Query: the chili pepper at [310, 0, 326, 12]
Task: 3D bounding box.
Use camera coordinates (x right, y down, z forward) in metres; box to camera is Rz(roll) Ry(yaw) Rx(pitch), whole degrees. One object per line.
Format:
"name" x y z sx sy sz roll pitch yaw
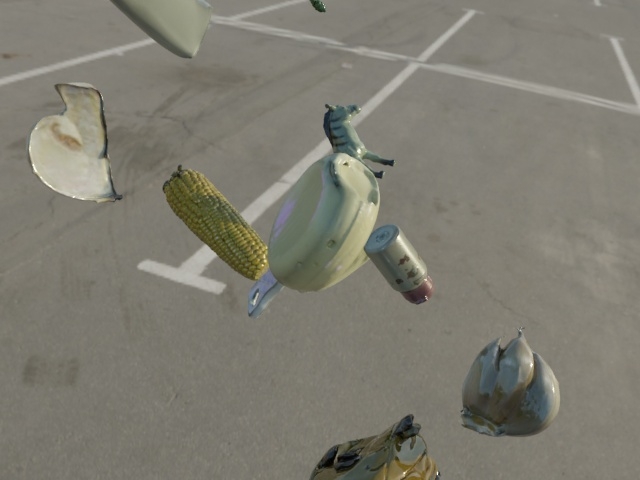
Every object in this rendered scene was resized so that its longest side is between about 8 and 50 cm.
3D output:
"chili pepper" -0.010 -0.428 1.127 0.027 0.022 0.083 21 41 -48

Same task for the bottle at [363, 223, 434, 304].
"bottle" 0.216 0.072 1.686 0.110 0.233 0.110 -30 29 18

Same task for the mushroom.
"mushroom" -0.519 -0.193 1.285 0.162 0.236 0.173 -13 17 -34

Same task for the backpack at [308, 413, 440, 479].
"backpack" 0.114 0.597 1.584 0.201 0.354 0.378 61 22 1

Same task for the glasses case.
"glasses case" -0.311 -0.456 1.168 0.083 0.128 0.308 36 0 22

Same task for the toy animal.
"toy animal" 0.052 -0.159 1.309 0.176 0.217 0.073 34 33 14

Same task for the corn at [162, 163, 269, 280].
"corn" -0.220 -0.033 1.373 0.305 0.106 0.106 46 41 15

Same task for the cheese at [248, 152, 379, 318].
"cheese" -0.022 0.009 0.687 0.064 0.227 0.137 25 38 -22

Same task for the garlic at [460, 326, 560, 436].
"garlic" 0.471 0.366 1.569 0.237 0.292 0.210 37 -5 12

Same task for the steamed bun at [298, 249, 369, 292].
"steamed bun" 0.000 0.000 2.050 0.290 0.272 0.273 -40 12 -19
